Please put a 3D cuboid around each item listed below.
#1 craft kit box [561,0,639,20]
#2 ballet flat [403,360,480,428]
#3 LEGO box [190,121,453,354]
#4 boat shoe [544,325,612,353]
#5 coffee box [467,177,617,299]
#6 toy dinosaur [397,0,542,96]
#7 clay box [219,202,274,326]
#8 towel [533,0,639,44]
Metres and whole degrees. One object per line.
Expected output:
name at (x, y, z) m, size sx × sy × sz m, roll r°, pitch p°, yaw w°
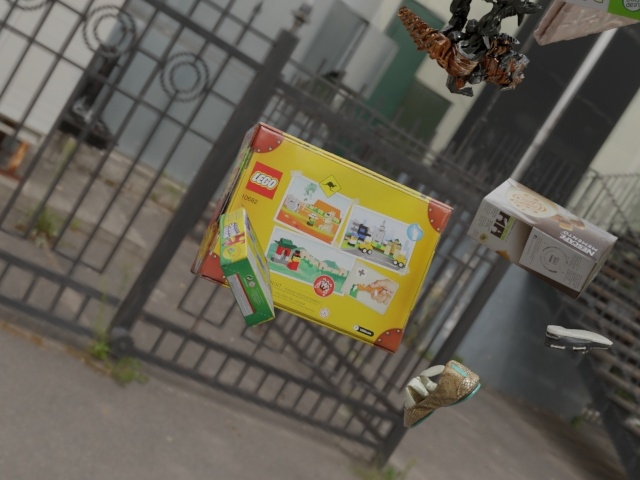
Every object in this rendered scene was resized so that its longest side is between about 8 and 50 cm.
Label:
craft kit box at (0.472, -0.511, 1.577) m, size 0.250 × 0.246 × 0.061 m, roll 18°, pitch 46°, yaw 15°
ballet flat at (0.174, 0.234, 1.472) m, size 0.067 × 0.206 × 0.073 m, roll 47°, pitch 52°, yaw 3°
LEGO box at (0.000, 0.000, 2.210) m, size 0.500 × 0.372 × 0.193 m, roll 23°, pitch -5°, yaw -12°
boat shoe at (0.453, 0.179, 1.665) m, size 0.125 × 0.038 × 0.046 m, roll 10°, pitch 12°, yaw -17°
coffee box at (0.433, -0.007, 1.849) m, size 0.246 × 0.098 × 0.141 m, roll 33°, pitch 36°, yaw 20°
toy dinosaur at (0.278, -0.365, 1.717) m, size 0.164 × 0.218 × 0.322 m, roll 41°, pitch 26°, yaw 25°
clay box at (-0.128, 0.035, 1.613) m, size 0.222 × 0.053 × 0.127 m, roll -105°, pitch 174°, yaw -64°
towel at (0.614, -0.525, 1.857) m, size 0.332 × 0.317 × 0.053 m, roll -17°, pitch 66°, yaw -25°
